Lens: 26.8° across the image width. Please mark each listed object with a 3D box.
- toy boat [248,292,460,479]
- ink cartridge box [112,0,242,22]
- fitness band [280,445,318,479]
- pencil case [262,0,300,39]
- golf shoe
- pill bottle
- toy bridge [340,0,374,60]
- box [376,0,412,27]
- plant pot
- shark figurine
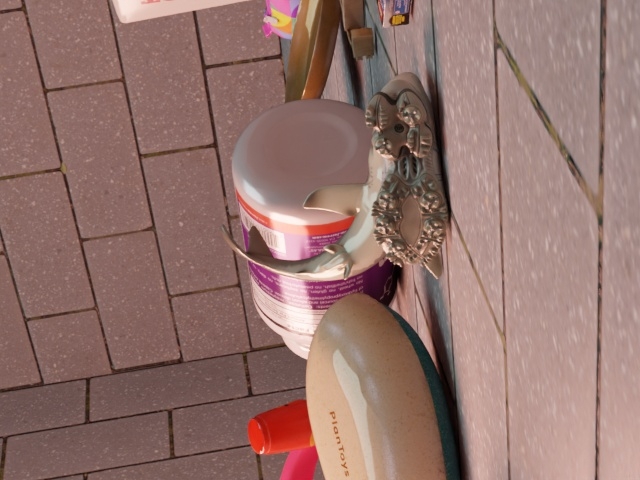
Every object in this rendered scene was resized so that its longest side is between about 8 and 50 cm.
[{"bbox_3d":[0.048,0.190,1.442,0.318,0.148,0.267,-16,85,61],"label":"toy boat"},{"bbox_3d":[-0.089,-0.385,1.226,0.384,0.279,0.160,87,172,-66],"label":"ink cartridge box"},{"bbox_3d":[0.037,0.269,1.641,0.291,0.054,0.209,-14,58,62],"label":"fitness band"},{"bbox_3d":[-0.046,-0.404,2.058,0.236,0.104,0.104,88,173,-59],"label":"pencil case"},{"bbox_3d":[0.082,-0.063,1.173,0.086,0.069,0.176,-67,-23,-56],"label":"golf shoe"},{"bbox_3d":[0.000,0.000,1.590,0.323,0.182,0.181,84,176,-49],"label":"pill bottle"},{"bbox_3d":[0.037,-0.271,1.563,0.063,0.026,0.188,83,177,-47],"label":"toy bridge"},{"bbox_3d":[0.056,-0.270,1.180,0.094,0.027,0.137,92,169,-66],"label":"box"},{"bbox_3d":[-0.007,-0.270,1.781,0.236,0.032,0.236,-170,90,-81],"label":"plant pot"},{"bbox_3d":[0.039,-0.015,1.332,0.166,0.278,0.116,53,-142,0],"label":"shark figurine"}]
